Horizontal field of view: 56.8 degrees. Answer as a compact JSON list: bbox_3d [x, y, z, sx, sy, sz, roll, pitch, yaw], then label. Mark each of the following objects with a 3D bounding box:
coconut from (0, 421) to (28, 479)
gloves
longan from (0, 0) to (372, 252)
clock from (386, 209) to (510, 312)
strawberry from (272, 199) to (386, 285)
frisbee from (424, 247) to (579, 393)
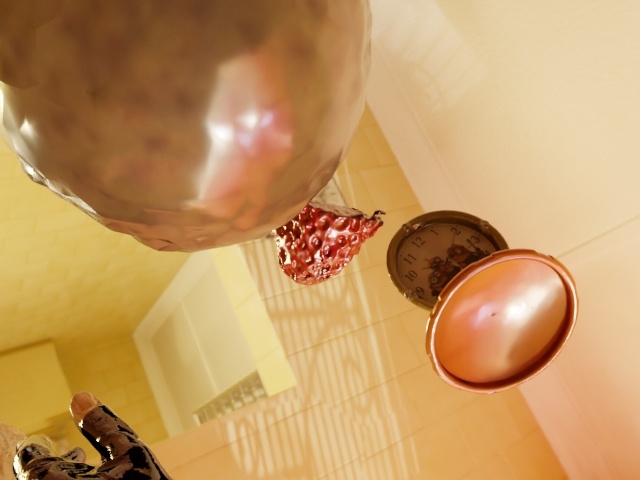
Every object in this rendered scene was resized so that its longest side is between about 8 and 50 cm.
[{"bbox_3d":[-0.711,0.520,1.121,0.404,0.404,0.404,21,-62,48],"label":"coconut"},{"bbox_3d":[-0.261,0.288,0.668,0.301,0.152,0.197,9,-98,54],"label":"gloves"},{"bbox_3d":[-0.136,-0.181,0.601,0.391,0.391,0.391,21,-62,48],"label":"longan"},{"bbox_3d":[0.241,0.046,1.121,0.237,0.237,0.057,50,-16,31],"label":"clock"},{"bbox_3d":[0.000,0.000,1.158,0.234,0.234,0.178,22,-79,48],"label":"strawberry"},{"bbox_3d":[0.208,0.093,0.689,0.035,0.192,0.192,-119,-149,-62],"label":"frisbee"}]
